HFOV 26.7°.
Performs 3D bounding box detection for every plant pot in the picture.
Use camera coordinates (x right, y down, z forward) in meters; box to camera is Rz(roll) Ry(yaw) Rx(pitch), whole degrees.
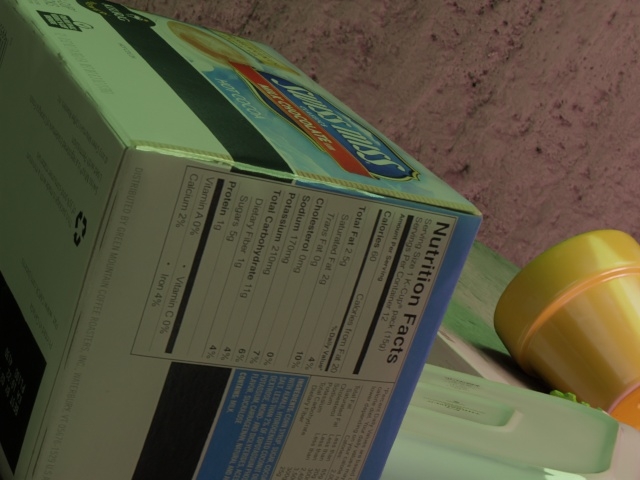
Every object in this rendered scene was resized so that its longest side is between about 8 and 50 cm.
[{"bbox_3d":[0.422,0.153,1.996,0.254,0.254,0.239,22,29,-48],"label":"plant pot"}]

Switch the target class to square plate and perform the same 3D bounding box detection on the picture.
[{"bbox_3d":[0.097,0.150,1.070,0.347,0.049,0.344,14,7,14],"label":"square plate"}]

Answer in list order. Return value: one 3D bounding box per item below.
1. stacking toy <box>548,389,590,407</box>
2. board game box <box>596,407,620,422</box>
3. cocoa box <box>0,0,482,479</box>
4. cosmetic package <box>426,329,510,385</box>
[{"bbox_3d":[0.375,0.270,1.771,0.221,0.052,0.167,34,7,21],"label":"stacking toy"},{"bbox_3d":[0.340,0.279,1.407,0.259,0.039,0.124,34,53,25],"label":"board game box"},{"bbox_3d":[-0.100,-0.001,0.880,0.228,0.231,0.347,9,20,-30],"label":"cocoa box"},{"bbox_3d":[0.159,0.187,1.314,0.060,0.099,0.239,28,10,-39],"label":"cosmetic package"}]
